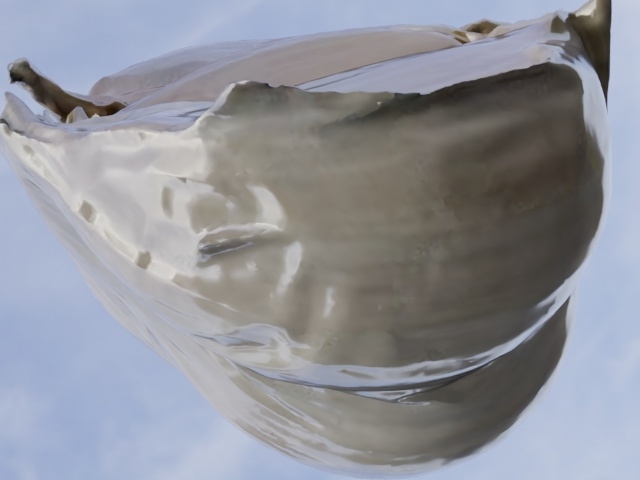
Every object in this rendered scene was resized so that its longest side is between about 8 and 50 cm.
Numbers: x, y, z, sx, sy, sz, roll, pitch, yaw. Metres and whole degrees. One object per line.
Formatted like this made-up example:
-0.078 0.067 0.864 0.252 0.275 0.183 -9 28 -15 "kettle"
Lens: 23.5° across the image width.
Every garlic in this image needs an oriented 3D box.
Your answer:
0.000 0.000 0.477 0.178 0.229 0.143 -9 -75 -5 "garlic"
